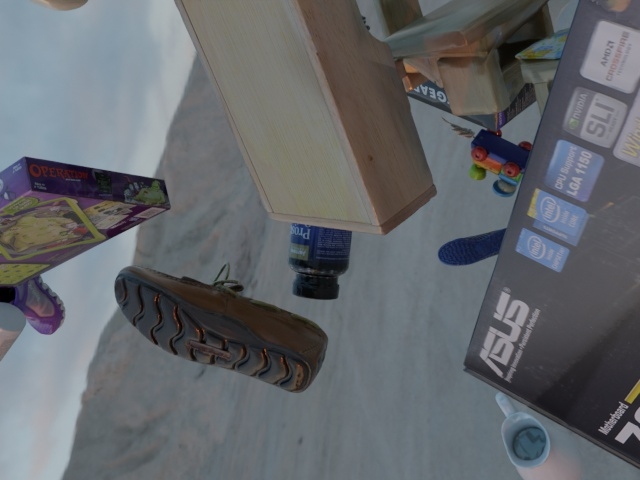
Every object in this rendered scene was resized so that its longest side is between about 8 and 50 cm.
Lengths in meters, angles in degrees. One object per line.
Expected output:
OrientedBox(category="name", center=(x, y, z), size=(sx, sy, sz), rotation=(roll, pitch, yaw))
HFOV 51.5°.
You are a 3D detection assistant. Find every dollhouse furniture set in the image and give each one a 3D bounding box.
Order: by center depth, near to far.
OrientedBox(category="dollhouse furniture set", center=(0.092, -0.220, 0.610), size=(0.362, 0.394, 0.256), rotation=(10, 129, 51))

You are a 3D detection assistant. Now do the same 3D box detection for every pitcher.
OrientedBox(category="pitcher", center=(0.422, 0.396, 1.301), size=(0.125, 0.207, 0.178), rotation=(-35, 41, 15))

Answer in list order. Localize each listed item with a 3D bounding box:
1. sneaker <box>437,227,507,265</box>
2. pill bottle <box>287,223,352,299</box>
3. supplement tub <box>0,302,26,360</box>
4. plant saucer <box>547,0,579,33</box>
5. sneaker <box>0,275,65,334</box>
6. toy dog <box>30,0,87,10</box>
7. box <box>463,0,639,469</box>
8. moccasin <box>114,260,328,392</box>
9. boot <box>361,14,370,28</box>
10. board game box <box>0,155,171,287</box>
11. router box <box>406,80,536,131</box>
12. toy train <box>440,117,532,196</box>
OrientedBox(category="sneaker", center=(0.440, 0.024, 1.861), size=(0.090, 0.232, 0.081), rotation=(65, -169, -80))
OrientedBox(category="pill bottle", center=(0.000, 0.000, 1.291), size=(0.123, 0.123, 0.219), rotation=(-144, 59, -82))
OrientedBox(category="supplement tub", center=(-0.581, 0.170, 1.181), size=(0.107, 0.071, 0.071), rotation=(-47, 20, 20))
OrientedBox(category="plant saucer", center=(0.415, -0.314, 1.012), size=(0.037, 0.195, 0.195), rotation=(-44, -24, -47))
OrientedBox(category="sneaker", center=(-0.566, 0.109, 1.251), size=(0.236, 0.095, 0.104), rotation=(84, -164, -44))
OrientedBox(category="toy dog", center=(-0.554, -0.739, 1.423), size=(0.408, 0.395, 0.284), rotation=(-40, -2, -20))
OrientedBox(category="box", center=(0.269, 0.022, 0.368), size=(0.097, 0.318, 0.395), rotation=(-46, -26, -32))
OrientedBox(category="moccasin", center=(-0.169, 0.128, 1.139), size=(0.147, 0.380, 0.139), rotation=(-65, -12, -57))
OrientedBox(category="boot", center=(-0.028, -0.418, 1.225), size=(0.118, 0.222, 0.338), rotation=(-56, 1, 2))
OrientedBox(category="board game box", center=(-0.390, -0.008, 0.859), size=(0.208, 0.347, 0.056), rotation=(-2, -107, -60))
OrientedBox(category="router box", center=(0.336, -0.373, 1.424), size=(0.309, 0.243, 0.081), rotation=(34, 155, 41))
OrientedBox(category="toy train", center=(0.405, -0.213, 1.682), size=(0.105, 0.248, 0.143), rotation=(-50, -20, -30))
